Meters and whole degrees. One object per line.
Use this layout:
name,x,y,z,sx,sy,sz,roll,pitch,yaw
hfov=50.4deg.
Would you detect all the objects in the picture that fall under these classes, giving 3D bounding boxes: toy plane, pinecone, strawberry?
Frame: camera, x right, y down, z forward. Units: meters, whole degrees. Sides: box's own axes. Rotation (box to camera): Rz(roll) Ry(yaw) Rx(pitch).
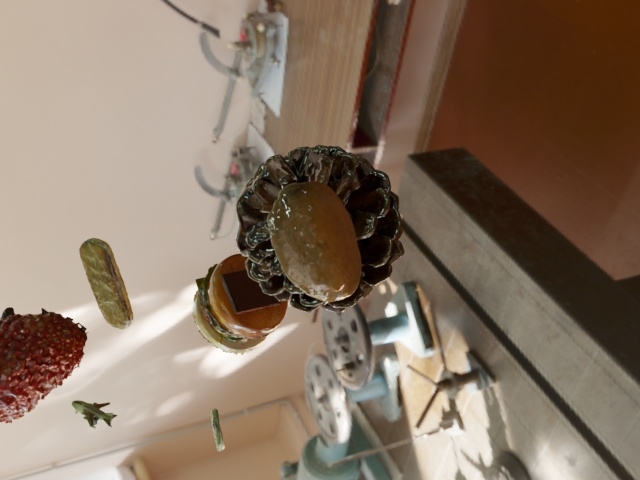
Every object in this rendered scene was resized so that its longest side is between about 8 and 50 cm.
toy plane,-0.544,0.413,1.627,0.102,0.111,0.040,-83,13,-74
pinecone,0.001,-0.033,1.518,0.398,0.398,0.397,38,133,56
strawberry,-0.667,0.250,1.507,0.233,0.306,0.138,51,150,-4

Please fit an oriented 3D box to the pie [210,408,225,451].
pie,-0.204,0.376,1.349,0.085,0.017,0.085,169,90,-76

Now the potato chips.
potato chips,0.000,0.000,1.082,0.049,0.150,0.201,-21,88,56

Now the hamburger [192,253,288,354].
hamburger,-0.251,0.200,2.070,0.225,0.291,0.290,-41,62,46

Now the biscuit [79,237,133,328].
biscuit,-0.540,0.110,1.721,0.119,0.029,0.247,-6,105,36
